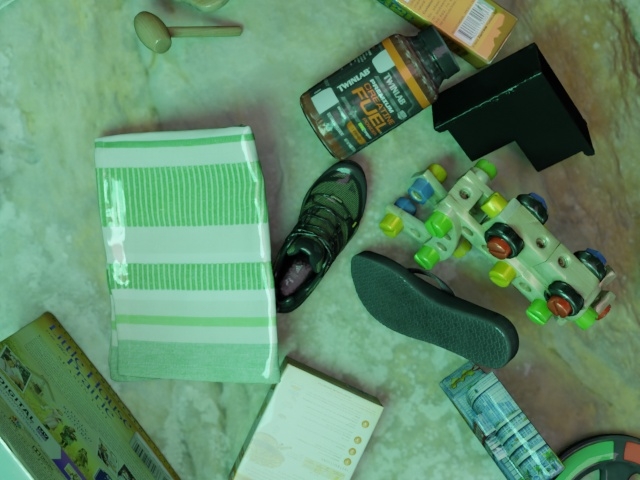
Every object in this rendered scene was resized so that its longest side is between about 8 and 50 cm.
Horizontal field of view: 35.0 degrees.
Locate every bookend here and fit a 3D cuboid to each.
[{"bbox_3d":[0.255,-0.153,1.347,0.156,0.072,0.157,-27,126,25],"label":"bookend"}]

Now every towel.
[{"bbox_3d":[-0.176,0.021,1.297,0.248,0.038,0.324,-2,94,22],"label":"towel"}]

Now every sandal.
[{"bbox_3d":[0.146,0.088,1.321,0.255,0.054,0.097,29,132,28],"label":"sandal"}]

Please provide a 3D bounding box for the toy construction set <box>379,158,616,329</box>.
[{"bbox_3d":[0.248,0.022,1.304,0.328,0.215,0.151,30,70,-9],"label":"toy construction set"}]

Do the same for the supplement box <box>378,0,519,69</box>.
[{"bbox_3d":[0.140,-0.322,1.339,0.233,0.078,0.080,35,91,-5],"label":"supplement box"}]

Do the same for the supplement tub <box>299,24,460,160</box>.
[{"bbox_3d":[0.078,-0.195,1.306,0.198,0.106,0.106,-33,95,10],"label":"supplement tub"}]

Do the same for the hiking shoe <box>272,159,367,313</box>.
[{"bbox_3d":[0.000,0.000,1.321,0.086,0.114,0.226,27,91,-7],"label":"hiking shoe"}]

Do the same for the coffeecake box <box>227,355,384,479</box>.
[{"bbox_3d":[-0.022,0.271,1.354,0.142,0.068,0.185,26,90,-6],"label":"coffeecake box"}]

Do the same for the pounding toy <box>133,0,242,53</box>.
[{"bbox_3d":[-0.154,-0.362,1.317,0.269,0.155,0.154,-41,67,-11],"label":"pounding toy"}]

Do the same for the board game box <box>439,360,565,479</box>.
[{"bbox_3d":[0.231,0.240,1.323,0.060,0.194,0.194,-36,70,-3],"label":"board game box"}]

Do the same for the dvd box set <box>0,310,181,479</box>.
[{"bbox_3d":[-0.285,0.243,1.155,0.062,0.420,0.307,-36,96,1],"label":"dvd box set"}]

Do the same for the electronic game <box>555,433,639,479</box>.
[{"bbox_3d":[0.403,0.382,1.406,0.229,0.048,0.229,0,92,-4],"label":"electronic game"}]

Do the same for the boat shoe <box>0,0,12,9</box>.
[{"bbox_3d":[-0.338,-0.363,1.285,0.277,0.098,0.096,-44,94,-3],"label":"boat shoe"}]
